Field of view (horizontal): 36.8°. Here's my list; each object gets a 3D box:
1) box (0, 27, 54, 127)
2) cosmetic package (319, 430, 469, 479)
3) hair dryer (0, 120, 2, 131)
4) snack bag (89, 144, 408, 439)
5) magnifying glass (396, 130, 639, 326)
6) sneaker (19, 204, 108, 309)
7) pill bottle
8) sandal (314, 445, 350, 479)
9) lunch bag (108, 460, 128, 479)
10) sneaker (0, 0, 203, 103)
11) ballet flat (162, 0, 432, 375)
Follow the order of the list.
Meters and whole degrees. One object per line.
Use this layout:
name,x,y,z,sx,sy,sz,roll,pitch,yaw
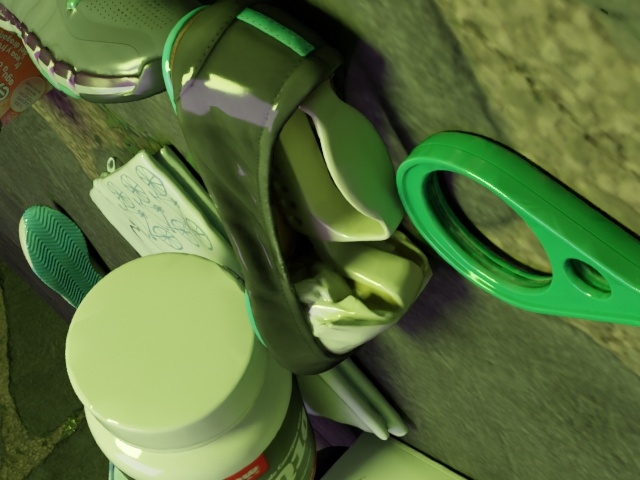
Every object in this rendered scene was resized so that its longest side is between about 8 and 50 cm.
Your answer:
box,-0.392,-0.206,0.811,0.300,0.154,0.142,40,161,19
cosmetic package,0.079,0.443,0.798,0.327,0.393,0.329,16,147,56
hair dryer,-0.269,-0.175,0.568,0.224,0.080,0.293,27,154,-16
snack bag,-0.097,0.052,0.912,0.323,0.037,0.342,50,162,-15
magnifying glass,0.119,0.014,0.384,0.231,0.026,0.092,30,156,44
sneaker,-0.376,0.028,1.393,0.092,0.087,0.228,34,157,37
pill bottle,-0.095,0.137,0.778,0.161,0.161,0.283,37,161,24
sandal,0.067,0.302,1.017,0.254,0.097,0.054,43,166,-28
lunch bag,-0.123,0.244,0.974,0.176,0.219,0.090,-3,156,5
sneaker,-0.142,-0.146,0.513,0.224,0.083,0.098,30,152,41
ballet flat,0.000,0.000,0.506,0.096,0.095,0.280,19,151,30
